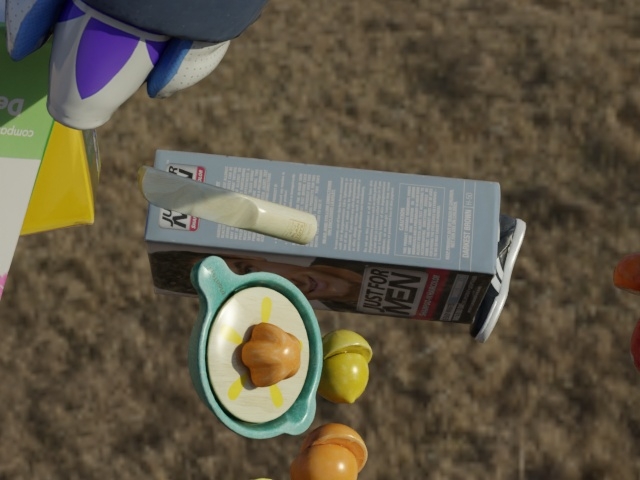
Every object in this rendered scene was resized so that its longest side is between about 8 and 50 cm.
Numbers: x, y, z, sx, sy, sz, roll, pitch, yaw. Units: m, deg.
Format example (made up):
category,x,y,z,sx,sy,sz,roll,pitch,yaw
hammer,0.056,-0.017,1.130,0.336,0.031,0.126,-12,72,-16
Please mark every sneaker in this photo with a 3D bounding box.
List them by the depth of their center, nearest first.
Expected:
category,x,y,z,sx,sy,sz,roll,pitch,yaw
sneaker,-0.042,-0.144,0.585,0.130,0.236,0.323,20,7,-16
sneaker,0.226,0.045,2.220,0.121,0.079,0.217,21,60,-1

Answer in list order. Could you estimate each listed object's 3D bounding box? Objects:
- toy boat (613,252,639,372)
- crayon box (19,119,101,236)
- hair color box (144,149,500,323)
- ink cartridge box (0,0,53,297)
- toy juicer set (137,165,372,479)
category,x,y,z,sx,sy,sz,roll,pitch,yaw
toy boat,0.409,0.056,1.686,0.151,0.151,0.231,14,53,30
crayon box,-0.265,-0.184,1.261,0.106,0.313,0.363,-9,10,-6
hair color box,0.000,0.000,1.637,0.374,0.185,0.114,6,69,0
ink cartridge box,-0.277,0.007,0.828,0.119,0.353,0.207,4,24,-40
toy juicer set,-0.027,0.086,1.217,0.209,0.329,0.089,-13,6,-44
